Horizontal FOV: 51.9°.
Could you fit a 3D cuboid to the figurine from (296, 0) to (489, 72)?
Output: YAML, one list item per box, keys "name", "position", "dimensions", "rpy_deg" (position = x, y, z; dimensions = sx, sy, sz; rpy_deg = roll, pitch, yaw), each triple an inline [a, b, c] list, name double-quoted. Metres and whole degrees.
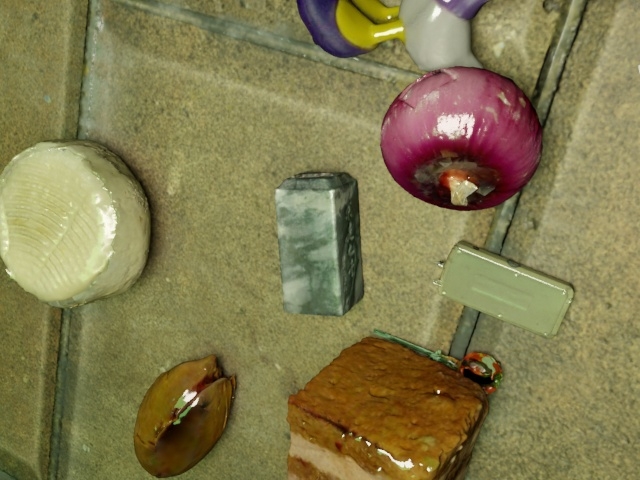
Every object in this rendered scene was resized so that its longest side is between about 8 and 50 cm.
- name: "figurine"
  position: [0.178, -0.264, 0.678]
  dimensions: [0.421, 0.154, 0.193]
  rpy_deg: [-13, 118, 32]

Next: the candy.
- name: "candy"
  position: [0.152, 0.153, 0.876]
  dimensions: [0.185, 0.049, 0.055]
  rpy_deg: [19, 81, 28]

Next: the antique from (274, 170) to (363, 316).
- name: "antique"
  position: [0.000, 0.000, 0.873]
  dimensions: [0.086, 0.088, 0.182]
  rpy_deg: [2, 105, 24]

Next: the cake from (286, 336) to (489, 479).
- name: "cake"
  position: [0.076, 0.301, 0.847]
  dimensions: [0.199, 0.196, 0.292]
  rpy_deg: [20, 120, 26]

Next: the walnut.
- name: "walnut"
  position: [-0.218, 0.276, 1.033]
  dimensions: [0.137, 0.137, 0.245]
  rpy_deg: [34, 115, 14]

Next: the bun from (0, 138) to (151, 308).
- name: "bun"
  position: [-0.360, -0.028, 1.001]
  dimensions: [0.260, 0.152, 0.259]
  rpy_deg: [1, 93, 20]

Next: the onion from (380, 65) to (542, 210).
- name: "onion"
  position: [0.154, -0.106, 0.726]
  dimensions: [0.177, 0.177, 0.153]
  rpy_deg: [6, 84, 24]

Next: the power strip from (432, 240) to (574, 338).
- name: "power strip"
  position: [0.221, 0.058, 0.817]
  dimensions: [0.169, 0.028, 0.076]
  rpy_deg: [23, 113, 16]

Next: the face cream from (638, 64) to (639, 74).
- name: "face cream"
  position: [0.409, -0.081, 0.678]
  dimensions: [0.092, 0.058, 0.243]
  rpy_deg: [-16, 91, 33]
